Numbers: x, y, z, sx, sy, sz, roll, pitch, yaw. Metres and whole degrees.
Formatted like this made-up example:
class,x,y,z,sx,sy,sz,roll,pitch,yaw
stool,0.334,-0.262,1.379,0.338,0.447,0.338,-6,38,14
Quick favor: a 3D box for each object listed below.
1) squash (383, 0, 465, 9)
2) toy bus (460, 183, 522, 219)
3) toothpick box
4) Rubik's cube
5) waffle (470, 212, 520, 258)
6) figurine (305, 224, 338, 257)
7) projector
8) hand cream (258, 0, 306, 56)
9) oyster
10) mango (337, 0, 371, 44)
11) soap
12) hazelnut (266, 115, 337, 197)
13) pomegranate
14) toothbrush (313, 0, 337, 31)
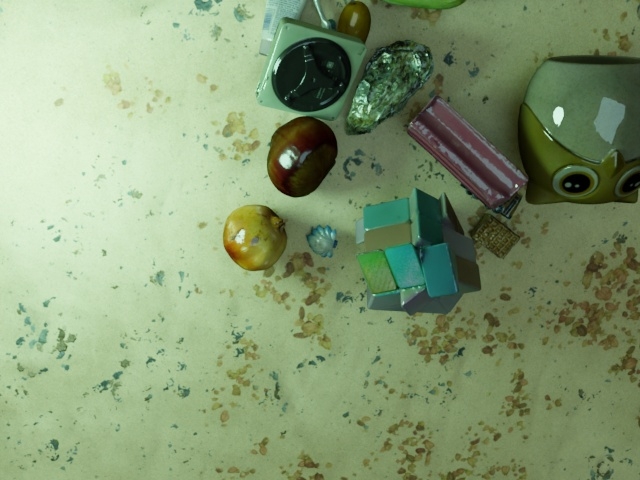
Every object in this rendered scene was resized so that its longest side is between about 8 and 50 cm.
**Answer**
class,x,y,z,sx,sy,sz,roll,pitch,yaw
squash,0.250,-0.726,1.794,0.371,0.118,0.118,0,108,-5
toy bus,0.556,-0.155,2.031,0.182,0.091,0.103,33,99,-13
toothpick box,0.789,-0.311,1.838,0.409,0.409,0.424,-4,112,-5
Rubik's cube,0.284,0.048,1.945,0.388,0.358,0.368,3,149,-7
waffle,0.583,-0.014,2.105,0.148,0.042,0.102,34,103,-16
figurine,0.000,0.000,2.033,0.114,0.079,0.114,13,117,27
projector,-0.028,-0.479,1.799,0.259,0.079,0.257,8,129,-23
hand cream,-0.112,-0.647,1.800,0.133,0.083,0.247,19,100,6
oyster,0.188,-0.448,1.876,0.351,0.158,0.162,-49,64,17
mango,0.094,-0.602,1.831,0.102,0.085,0.184,-17,131,-32
soap,0.424,-0.252,1.857,0.359,0.233,0.128,43,97,2
hazelnut,-0.066,-0.247,1.876,0.217,0.217,0.251,18,129,-12
pomegranate,-0.199,-0.007,1.934,0.209,0.209,0.209,-2,108,-6
toothbrush,-0.038,-0.768,1.783,0.040,0.042,0.417,-39,114,-35
